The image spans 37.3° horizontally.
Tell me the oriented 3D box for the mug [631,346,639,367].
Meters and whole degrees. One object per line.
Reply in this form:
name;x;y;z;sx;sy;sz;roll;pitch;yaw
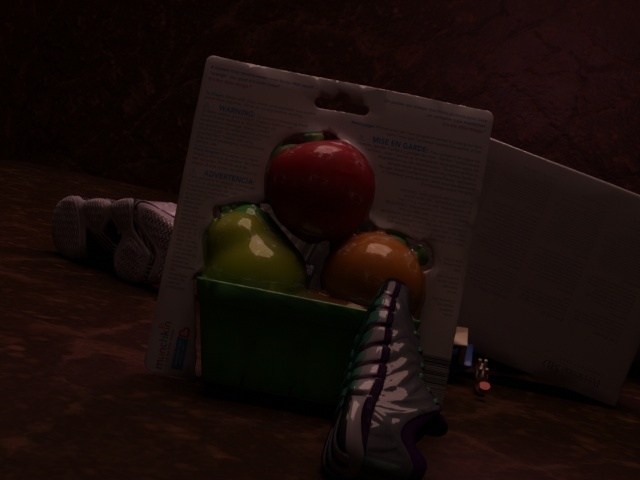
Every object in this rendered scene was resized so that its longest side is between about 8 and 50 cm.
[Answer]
mug;0.507;0.068;1.626;0.328;0.276;0.374;8;-12;13

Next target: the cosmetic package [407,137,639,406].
cosmetic package;0.280;0.028;1.331;0.377;0.284;0.097;22;2;2

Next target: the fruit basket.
fruit basket;0.000;0.000;1.041;0.327;0.352;0.165;10;-10;-2

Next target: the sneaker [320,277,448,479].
sneaker;0.071;0.133;0.864;0.098;0.083;0.223;22;46;-2

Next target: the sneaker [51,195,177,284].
sneaker;-0.289;-0.008;1.651;0.366;0.137;0.210;11;7;42

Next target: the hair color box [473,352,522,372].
hair color box;0.265;0.093;1.576;0.174;0.105;0.347;-23;22;-28

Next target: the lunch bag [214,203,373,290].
lunch bag;-0.030;0.016;1.488;0.305;0.256;0.212;16;-33;52

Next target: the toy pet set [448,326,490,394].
toy pet set;0.159;0.169;1.249;0.122;0.065;0.114;9;40;5
